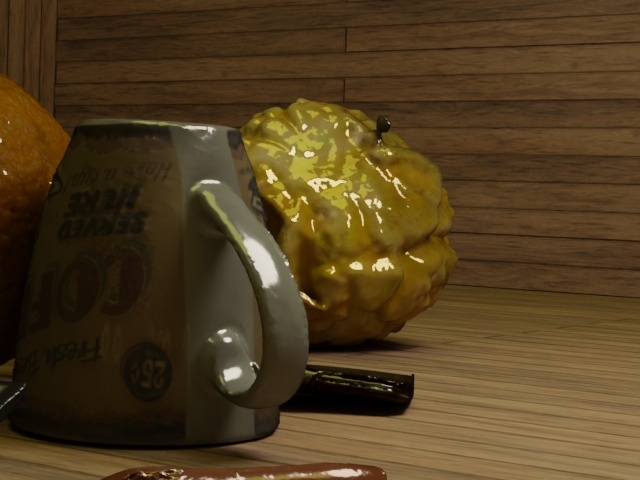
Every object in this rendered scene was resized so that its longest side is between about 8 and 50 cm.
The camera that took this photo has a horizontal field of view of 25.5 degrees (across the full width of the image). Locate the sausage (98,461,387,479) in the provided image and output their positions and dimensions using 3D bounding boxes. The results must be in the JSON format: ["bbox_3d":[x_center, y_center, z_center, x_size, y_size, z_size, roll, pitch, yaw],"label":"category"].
[{"bbox_3d":[-0.046,0.149,0.816,0.186,0.043,0.043,1,2,-20],"label":"sausage"}]

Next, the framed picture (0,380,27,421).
[{"bbox_3d":[-0.359,0.121,0.773,0.324,0.013,0.244,1,18,15],"label":"framed picture"}]

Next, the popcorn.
[{"bbox_3d":[0.000,0.000,1.887,0.349,0.349,0.381,1,-36,-18],"label":"popcorn"}]

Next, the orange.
[{"bbox_3d":[-0.367,-0.017,1.290,0.322,0.322,0.357,3,10,20],"label":"orange"}]

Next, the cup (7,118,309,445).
[{"bbox_3d":[-0.118,0.032,1.140,0.227,0.256,0.301,-2,5,-39],"label":"cup"}]

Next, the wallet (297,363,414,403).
[{"bbox_3d":[-0.039,0.129,1.342,0.255,0.031,0.137,5,-7,7],"label":"wallet"}]
